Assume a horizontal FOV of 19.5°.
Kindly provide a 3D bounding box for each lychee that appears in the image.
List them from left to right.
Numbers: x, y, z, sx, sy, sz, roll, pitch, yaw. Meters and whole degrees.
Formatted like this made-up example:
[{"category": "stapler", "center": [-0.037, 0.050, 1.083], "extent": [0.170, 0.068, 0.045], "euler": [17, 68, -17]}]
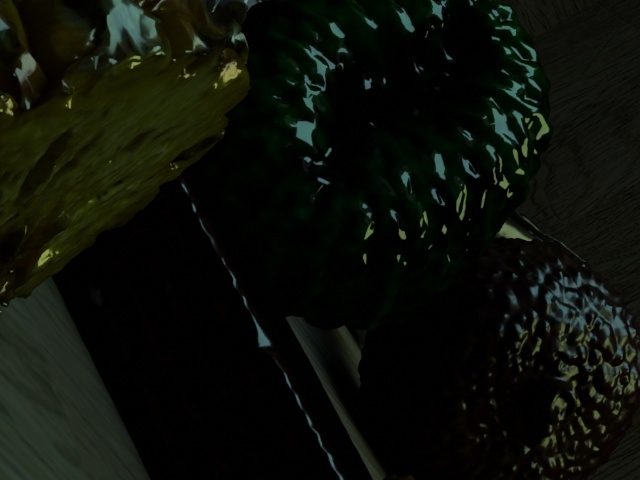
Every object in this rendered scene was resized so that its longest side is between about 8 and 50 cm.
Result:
[{"category": "lychee", "center": [0.156, 0.117, 1.645], "extent": [0.260, 0.261, 0.260], "euler": [59, 4, -7]}]

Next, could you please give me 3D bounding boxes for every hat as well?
[{"category": "hat", "center": [0.017, -0.037, 1.385], "extent": [0.242, 0.274, 0.332], "euler": [63, -22, 15]}]

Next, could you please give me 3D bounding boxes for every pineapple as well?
[{"category": "pineapple", "center": [-0.109, -0.073, 0.567], "extent": [0.164, 0.140, 0.250], "euler": [59, 7, 15]}]

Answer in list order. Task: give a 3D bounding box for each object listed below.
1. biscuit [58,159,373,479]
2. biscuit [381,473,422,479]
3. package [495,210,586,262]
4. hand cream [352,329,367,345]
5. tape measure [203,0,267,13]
[{"category": "biscuit", "center": [-0.048, 0.054, 0.820], "extent": [0.388, 0.073, 0.107], "euler": [60, 3, 20]}, {"category": "biscuit", "center": [0.066, 0.193, 0.876], "extent": [0.176, 0.031, 0.228], "euler": [64, -18, 6]}, {"category": "package", "center": [0.105, -0.008, 1.781], "extent": [0.204, 0.251, 0.062], "euler": [38, 54, -34]}, {"category": "hand cream", "center": [0.000, 0.000, 2.009], "extent": [0.340, 0.078, 0.124], "euler": [50, 7, -17]}, {"category": "tape measure", "center": [-0.119, -0.252, 1.833], "extent": [0.236, 0.120, 0.197], "euler": [74, -9, -86]}]
